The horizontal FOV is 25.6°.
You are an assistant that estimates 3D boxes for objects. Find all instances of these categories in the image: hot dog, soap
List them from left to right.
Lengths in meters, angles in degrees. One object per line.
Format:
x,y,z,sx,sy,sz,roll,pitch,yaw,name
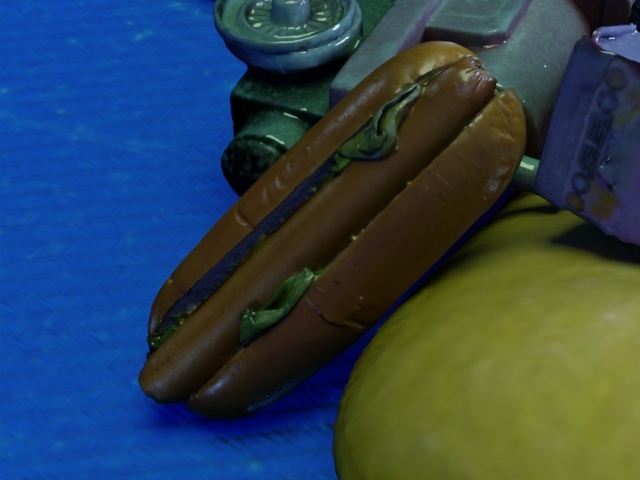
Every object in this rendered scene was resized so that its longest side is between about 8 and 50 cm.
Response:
0.000,0.000,0.728,0.100,0.249,0.068,50,18,18,hot dog
0.184,0.070,0.703,0.306,0.115,0.427,15,27,19,soap

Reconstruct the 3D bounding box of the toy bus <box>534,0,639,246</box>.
0.257,-0.072,0.768,0.138,0.112,0.317,34,37,33,toy bus

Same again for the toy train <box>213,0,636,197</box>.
0.072,-0.111,0.868,0.221,0.150,0.304,16,46,19,toy train
